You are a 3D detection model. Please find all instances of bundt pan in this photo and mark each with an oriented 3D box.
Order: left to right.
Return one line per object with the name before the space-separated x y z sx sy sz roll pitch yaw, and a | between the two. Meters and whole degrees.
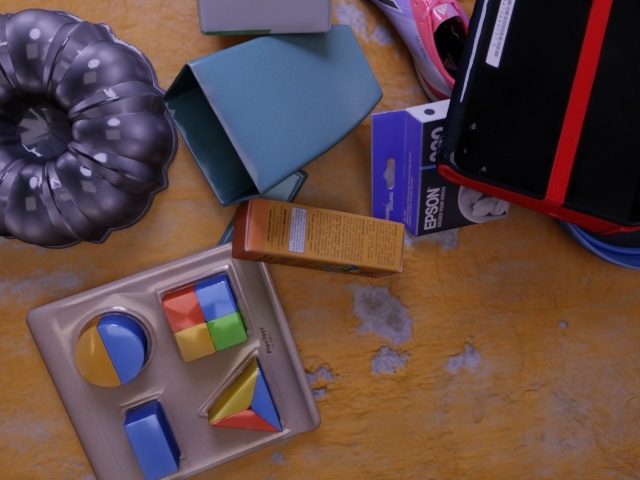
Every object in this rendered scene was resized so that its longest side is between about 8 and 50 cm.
bundt pan | -0.359 -0.143 0.721 0.331 0.124 0.330 -1 97 -8

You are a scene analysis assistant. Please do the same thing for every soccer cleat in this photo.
soccer cleat | 0.137 -0.330 0.769 0.109 0.116 0.318 -34 101 -3

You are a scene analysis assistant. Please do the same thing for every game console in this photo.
game console | 0.334 -0.222 0.726 0.342 0.060 0.386 15 87 -17

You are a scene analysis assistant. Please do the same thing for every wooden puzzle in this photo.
wooden puzzle | -0.204 0.198 0.801 0.348 0.080 0.321 -19 102 -3

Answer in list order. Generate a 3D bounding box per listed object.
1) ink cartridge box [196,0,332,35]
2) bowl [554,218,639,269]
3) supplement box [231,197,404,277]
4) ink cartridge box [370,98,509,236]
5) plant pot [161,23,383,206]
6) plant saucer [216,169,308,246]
ink cartridge box | -0.075 -0.337 0.688 0.153 0.208 0.086 -6 134 -8
bowl | 0.515 -0.147 0.868 0.392 0.077 0.390 -1 98 -8
supplement box | 0.000 0.000 0.783 0.234 0.078 0.080 7 78 -22
ink cartridge box | 0.176 -0.100 0.793 0.209 0.045 0.206 -12 133 -6
plant pot | -0.049 -0.177 0.731 0.234 0.166 0.165 -33 102 -22
plant saucer | -0.092 -0.032 0.827 0.067 0.018 0.191 30 92 -11
